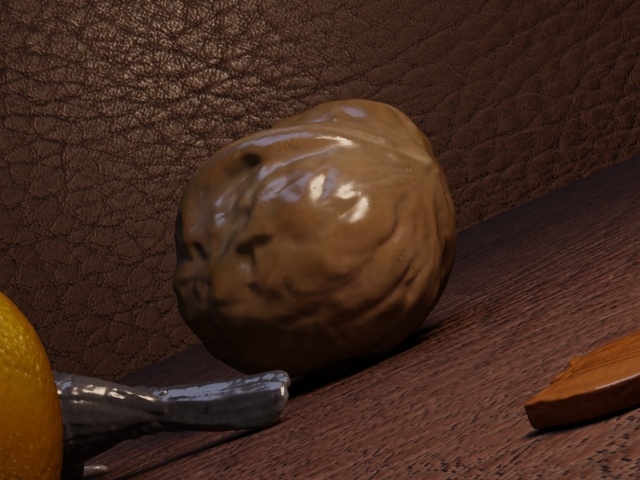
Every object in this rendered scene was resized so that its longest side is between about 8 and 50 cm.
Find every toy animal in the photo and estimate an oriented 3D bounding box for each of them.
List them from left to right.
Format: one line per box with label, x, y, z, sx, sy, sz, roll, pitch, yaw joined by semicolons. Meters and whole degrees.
toy animal;-0.209;0.153;1.384;0.367;0.081;0.206;3;-26;0

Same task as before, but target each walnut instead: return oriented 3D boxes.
walnut;-0.001;0.001;1.504;0.273;0.227;0.273;-27;1;1

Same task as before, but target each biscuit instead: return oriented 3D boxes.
biscuit;0.154;0.057;0.816;0.102;0.019;0.130;-21;1;36

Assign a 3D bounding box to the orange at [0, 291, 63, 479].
orange;-0.274;0.123;1.090;0.236;0.236;0.236;-23;1;0
